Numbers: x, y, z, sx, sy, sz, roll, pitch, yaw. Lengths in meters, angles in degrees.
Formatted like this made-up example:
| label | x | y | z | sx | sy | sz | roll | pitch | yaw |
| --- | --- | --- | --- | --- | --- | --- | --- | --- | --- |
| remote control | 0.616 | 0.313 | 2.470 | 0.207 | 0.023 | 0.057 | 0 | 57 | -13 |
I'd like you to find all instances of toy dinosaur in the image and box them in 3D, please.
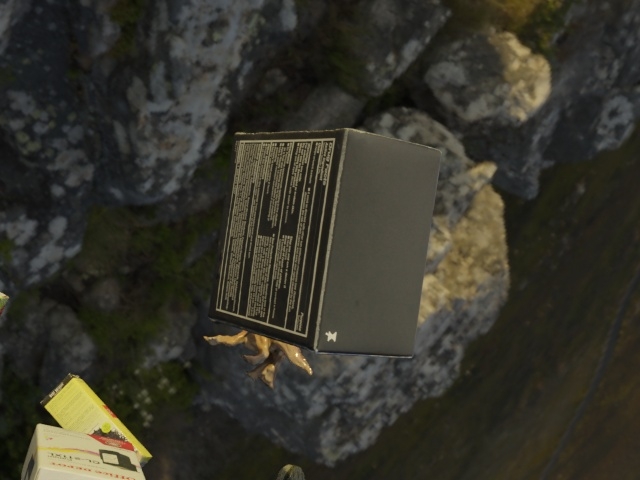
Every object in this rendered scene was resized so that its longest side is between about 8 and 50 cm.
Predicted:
| label | x | y | z | sx | sy | sz | roll | pitch | yaw |
| --- | --- | --- | --- | --- | --- | --- | --- | --- | --- |
| toy dinosaur | -0.091 | 0.169 | 1.750 | 0.200 | 0.296 | 0.127 | -50 | 116 | -18 |

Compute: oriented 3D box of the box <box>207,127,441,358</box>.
| label | x | y | z | sx | sy | sz | roll | pitch | yaw |
| --- | --- | --- | --- | --- | --- | --- | --- | --- | --- |
| box | 0.000 | 0.000 | 1.285 | 0.183 | 0.294 | 0.296 | 8 | 90 | -34 |

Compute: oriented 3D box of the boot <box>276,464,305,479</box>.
| label | x | y | z | sx | sy | sz | roll | pitch | yaw |
| --- | --- | --- | --- | --- | --- | --- | --- | --- | --- |
| boot | -0.121 | 0.499 | 1.684 | 0.083 | 0.161 | 0.246 | -39 | 145 | -50 |

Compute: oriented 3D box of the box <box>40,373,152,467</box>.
| label | x | y | z | sx | sy | sz | roll | pitch | yaw |
| --- | --- | --- | --- | --- | --- | --- | --- | --- | --- |
| box | -0.447 | 0.377 | 1.777 | 0.087 | 0.232 | 0.058 | -47 | 166 | -4 |

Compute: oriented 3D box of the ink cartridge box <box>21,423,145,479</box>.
| label | x | y | z | sx | sy | sz | roll | pitch | yaw |
| --- | --- | --- | --- | --- | --- | --- | --- | --- | --- |
| ink cartridge box | -0.282 | 0.286 | 1.055 | 0.128 | 0.175 | 0.072 | 17 | 89 | -19 |

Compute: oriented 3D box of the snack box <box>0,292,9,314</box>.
| label | x | y | z | sx | sy | sz | roll | pitch | yaw |
| --- | --- | --- | --- | --- | --- | --- | --- | --- | --- |
| snack box | -0.574 | 0.151 | 1.453 | 0.141 | 0.037 | 0.100 | -64 | 173 | 7 |
